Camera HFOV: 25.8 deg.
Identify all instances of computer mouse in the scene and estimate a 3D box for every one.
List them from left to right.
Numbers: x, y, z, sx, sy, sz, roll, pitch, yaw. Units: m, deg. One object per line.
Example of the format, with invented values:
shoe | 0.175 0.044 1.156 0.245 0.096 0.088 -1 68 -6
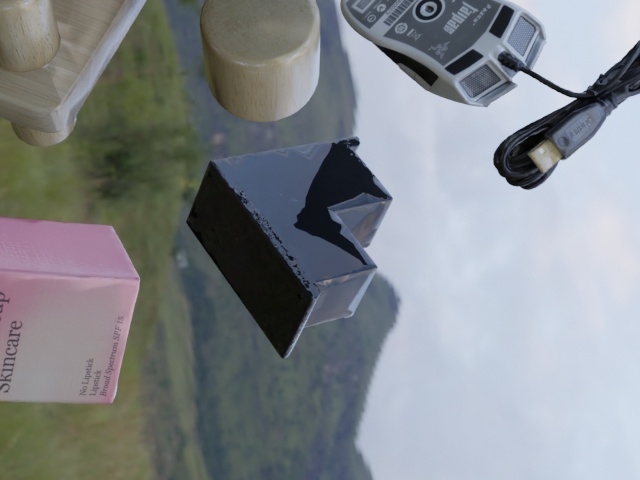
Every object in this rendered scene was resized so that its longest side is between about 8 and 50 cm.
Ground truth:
computer mouse | 0.091 -0.107 0.787 0.193 0.106 0.042 40 -6 35

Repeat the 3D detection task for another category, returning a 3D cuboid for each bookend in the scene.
bookend | 0.000 0.000 1.146 0.156 0.157 0.072 52 -44 28

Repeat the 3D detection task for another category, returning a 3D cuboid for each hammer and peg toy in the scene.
hammer and peg toy | -0.146 -0.184 0.770 0.127 0.361 0.266 93 19 -61

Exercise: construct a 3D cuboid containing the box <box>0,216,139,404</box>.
box | -0.312 0.066 1.362 0.127 0.232 0.149 -129 -131 -56
